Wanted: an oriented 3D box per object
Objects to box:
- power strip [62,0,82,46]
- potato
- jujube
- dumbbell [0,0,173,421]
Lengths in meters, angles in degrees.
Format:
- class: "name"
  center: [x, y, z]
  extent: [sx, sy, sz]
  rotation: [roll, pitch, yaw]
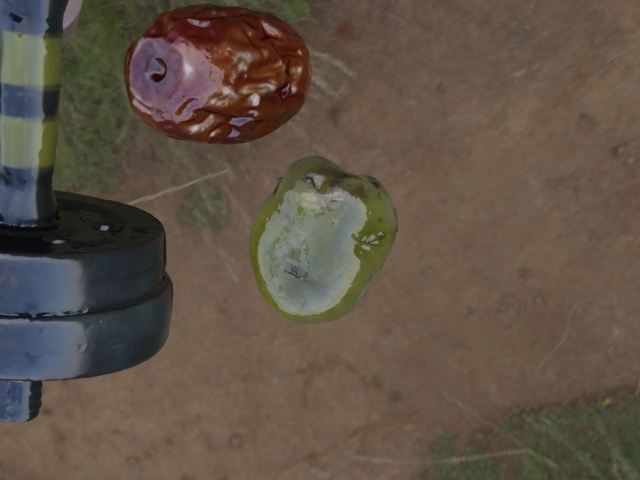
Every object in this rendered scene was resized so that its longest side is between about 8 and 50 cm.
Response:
- class: "power strip"
  center: [-0.419, -0.345, 1.552]
  extent: [0.154, 0.154, 0.078]
  rotation: [55, 154, 3]
- class: "potato"
  center: [-0.001, 0.001, 1.284]
  extent: [0.155, 0.137, 0.200]
  rotation: [34, 113, 26]
- class: "jujube"
  center: [-0.120, -0.196, 1.293]
  extent: [0.174, 0.250, 0.174]
  rotation: [6, 101, 30]
- class: "dumbbell"
  center: [-0.167, -0.080, 0.616]
  extent: [0.185, 0.185, 0.388]
  rotation: [14, 105, 28]
